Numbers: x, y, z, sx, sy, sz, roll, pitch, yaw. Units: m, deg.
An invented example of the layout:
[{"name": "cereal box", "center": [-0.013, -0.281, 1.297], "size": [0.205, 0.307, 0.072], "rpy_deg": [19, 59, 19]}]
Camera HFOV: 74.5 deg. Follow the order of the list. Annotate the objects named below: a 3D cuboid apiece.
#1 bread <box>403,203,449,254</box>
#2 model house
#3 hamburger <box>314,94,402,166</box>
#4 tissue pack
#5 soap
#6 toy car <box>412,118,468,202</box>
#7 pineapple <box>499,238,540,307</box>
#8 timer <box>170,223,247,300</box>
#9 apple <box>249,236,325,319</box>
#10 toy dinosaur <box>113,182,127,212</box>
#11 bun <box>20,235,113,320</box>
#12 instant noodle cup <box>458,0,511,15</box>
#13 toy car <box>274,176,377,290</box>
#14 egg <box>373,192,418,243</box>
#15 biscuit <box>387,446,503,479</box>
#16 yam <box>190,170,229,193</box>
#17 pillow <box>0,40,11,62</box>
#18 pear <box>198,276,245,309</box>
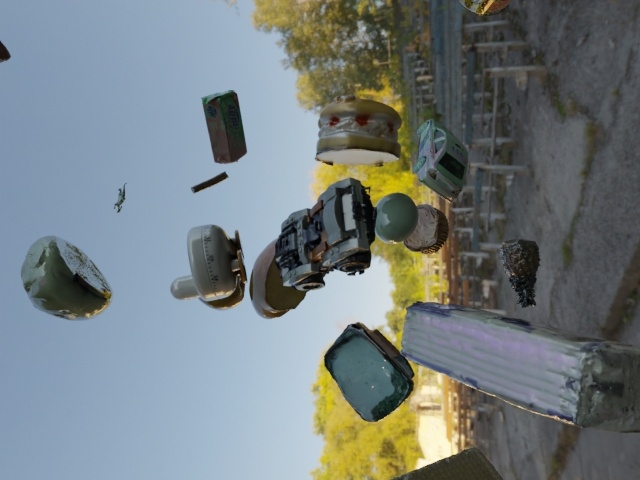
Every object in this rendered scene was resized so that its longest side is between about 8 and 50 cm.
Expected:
[{"name": "bread", "center": [0.420, -0.042, 1.682], "size": [0.104, 0.199, 0.199], "rpy_deg": [14, -105, -42]}, {"name": "model house", "center": [0.181, 0.395, 1.297], "size": [0.184, 0.253, 0.291], "rpy_deg": [-51, -27, 11]}, {"name": "hamburger", "center": [0.108, -0.335, 1.310], "size": [0.302, 0.261, 0.186], "rpy_deg": [175, 98, -67]}, {"name": "tissue pack", "center": [0.330, 0.192, 0.683], "size": [0.242, 0.343, 0.125], "rpy_deg": [15, -95, -27]}, {"name": "soap", "center": [-0.382, -0.456, 1.703], "size": [0.218, 0.098, 0.273], "rpy_deg": [-64, -27, -60]}, {"name": "toy car", "center": [0.243, -0.172, 0.833], "size": [0.076, 0.090, 0.224], "rpy_deg": [-44, 20, 42]}, {"name": "pineapple", "center": [0.569, 0.093, 1.188], "size": [0.108, 0.108, 0.198], "rpy_deg": [-14, -84, -73]}, {"name": "timer", "center": [-0.351, 0.072, 1.269], "size": [0.233, 0.240, 0.233], "rpy_deg": [168, 90, -83]}, {"name": "apple", "center": [-0.141, 0.133, 1.574], "size": [0.309, 0.252, 0.314], "rpy_deg": [-37, -15, -36]}, {"name": "toy dinosaur", "center": [-0.558, -0.117, 1.186], "size": [0.083, 0.021, 0.062], "rpy_deg": [-78, 5, -48]}, {"name": "bun", "center": [-0.791, 0.135, 1.278], "size": [0.187, 0.293, 0.293], "rpy_deg": [-38, -37, -12]}, {"name": "instant noodle cup", "center": [0.365, -0.573, 0.870], "size": [0.144, 0.182, 0.182], "rpy_deg": [79, -168, -86]}, {"name": "toy car", "center": [-0.002, 0.000, 0.904], "size": [0.118, 0.301, 0.193], "rpy_deg": [13, -117, -37]}, {"name": "egg", "center": [0.248, -0.074, 1.399], "size": [0.149, 0.149, 0.192], "rpy_deg": [73, -152, -44]}, {"name": "biscuit", "center": [0.162, 0.499, 0.749], "size": [0.144, 0.426, 0.078], "rpy_deg": [-128, 39, -49]}, {"name": "yam", "center": [-0.404, -0.213, 1.545], "size": [0.145, 0.032, 0.032], "rpy_deg": [-31, -51, -25]}, {"name": "pillow", "center": [-0.812, -0.421, 0.894], "size": [0.126, 0.043, 0.232], "rpy_deg": [55, -136, 1]}, {"name": "pear", "center": [-0.422, 0.193, 1.769], "size": [0.209, 0.209, 0.209], "rpy_deg": [0, -90, -73]}]
